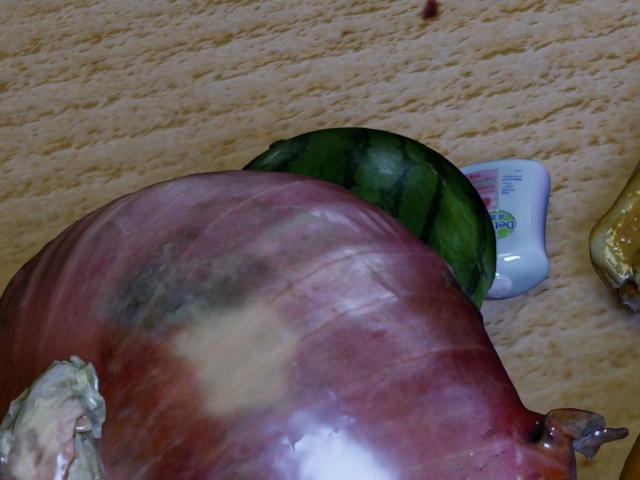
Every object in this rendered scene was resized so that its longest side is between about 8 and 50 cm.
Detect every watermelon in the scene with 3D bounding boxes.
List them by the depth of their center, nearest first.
[{"bbox_3d":[0.000,0.006,1.205,0.204,0.127,0.232,1,58,32],"label":"watermelon"}]

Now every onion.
[{"bbox_3d":[-0.029,0.134,0.982,0.354,0.353,0.353,-7,47,8],"label":"onion"}]

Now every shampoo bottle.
[{"bbox_3d":[0.113,-0.004,1.254,0.072,0.043,0.099,-7,47,15],"label":"shampoo bottle"}]

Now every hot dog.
[{"bbox_3d":[0.260,-0.051,1.236,0.102,0.076,0.249,8,53,44],"label":"hot dog"}]

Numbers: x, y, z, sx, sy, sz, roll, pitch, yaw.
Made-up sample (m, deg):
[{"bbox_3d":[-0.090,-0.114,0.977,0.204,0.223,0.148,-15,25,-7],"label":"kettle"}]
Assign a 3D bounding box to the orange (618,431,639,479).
[{"bbox_3d":[0.297,0.159,0.889,0.341,0.293,0.340,-7,46,7],"label":"orange"}]
